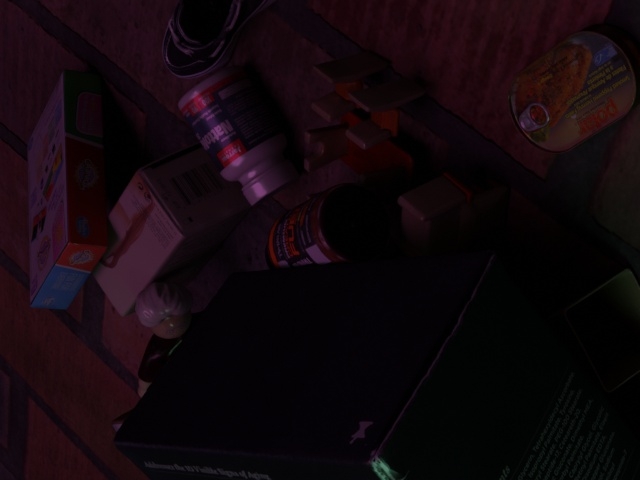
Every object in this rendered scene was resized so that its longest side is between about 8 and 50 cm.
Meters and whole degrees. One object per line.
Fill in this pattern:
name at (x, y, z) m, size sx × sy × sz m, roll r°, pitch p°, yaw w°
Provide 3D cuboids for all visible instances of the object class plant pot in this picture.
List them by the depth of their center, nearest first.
plant pot at (0.322, 0.109, 1.602) m, size 0.109 × 0.109 × 0.096 m, roll 62°, pitch 156°, yaw -4°

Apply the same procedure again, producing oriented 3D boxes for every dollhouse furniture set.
dollhouse furniture set at (0.101, -0.079, 1.734) m, size 0.259 × 0.135 × 0.262 m, roll 42°, pitch 142°, yaw 40°

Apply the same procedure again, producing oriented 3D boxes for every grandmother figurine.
grandmother figurine at (-0.201, 0.182, 2.172) m, size 0.104 × 0.208 × 0.342 m, roll 35°, pitch 159°, yaw 39°

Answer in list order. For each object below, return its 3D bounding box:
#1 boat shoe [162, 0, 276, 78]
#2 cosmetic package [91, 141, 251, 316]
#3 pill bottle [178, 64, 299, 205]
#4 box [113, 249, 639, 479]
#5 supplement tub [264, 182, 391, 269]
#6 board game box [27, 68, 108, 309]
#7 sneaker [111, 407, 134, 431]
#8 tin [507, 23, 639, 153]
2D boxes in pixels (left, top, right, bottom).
boat shoe at (-0.160, -0.298, 1.871) m, size 0.301 × 0.102 × 0.108 m, roll -29°, pitch 92°, yaw 53°
cosmetic package at (-0.242, -0.017, 2.127) m, size 0.129 × 0.153 × 0.296 m, roll 54°, pitch 142°, yaw 9°
pill bottle at (-0.110, -0.145, 1.918) m, size 0.180 × 0.108 × 0.108 m, roll 57°, pitch 144°, yaw 2°
box at (0.099, 0.284, 1.622) m, size 0.480 × 0.297 × 0.472 m, roll -6°, pitch 133°, yaw 49°
supplement tub at (0.000, 0.000, 1.706) m, size 0.106 × 0.106 × 0.198 m, roll 60°, pitch 151°, yaw -1°
board game box at (-0.415, -0.079, 2.218) m, size 0.242 × 0.064 × 0.316 m, roll 134°, pitch 136°, yaw -53°
sneaker at (-0.268, 0.366, 2.469) m, size 0.282 × 0.099 × 0.153 m, roll -17°, pitch 100°, yaw 50°
tin at (0.283, -0.165, 1.505) m, size 0.190 × 0.040 × 0.106 m, roll -34°, pitch 84°, yaw 54°
